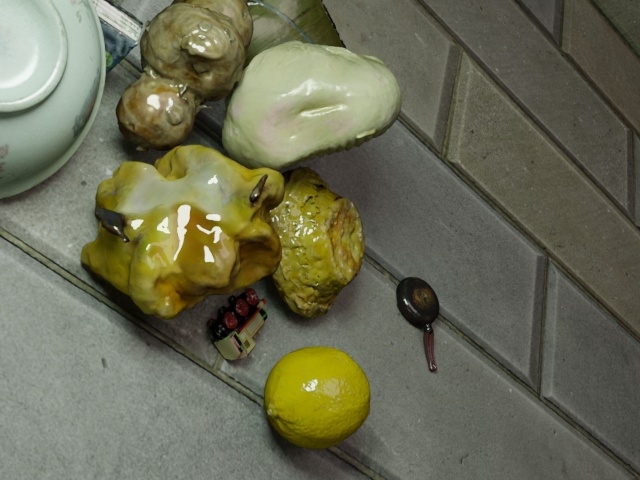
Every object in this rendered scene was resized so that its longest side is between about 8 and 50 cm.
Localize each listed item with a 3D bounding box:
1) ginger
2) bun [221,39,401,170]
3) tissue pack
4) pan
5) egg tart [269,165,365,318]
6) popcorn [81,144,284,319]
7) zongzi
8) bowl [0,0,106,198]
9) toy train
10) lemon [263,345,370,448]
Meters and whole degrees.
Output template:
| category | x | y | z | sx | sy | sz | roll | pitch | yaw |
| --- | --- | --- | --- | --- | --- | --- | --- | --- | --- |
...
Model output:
| category | x | y | z | sx | sy | sz | roll | pitch | yaw |
| --- | --- | --- | --- | --- | --- | --- | --- | --- | --- |
| ginger | -0.215 | -0.329 | 1.595 | 0.176 | 0.256 | 0.375 | 31 | 43 | -14 |
| bun | -0.024 | -0.249 | 1.679 | 0.361 | 0.361 | 0.213 | -25 | 99 | -50 |
| tissue pack | -0.427 | -0.356 | 1.504 | 0.235 | 0.173 | 0.073 | 34 | 47 | -32 |
| pan | 0.224 | 0.177 | 2.021 | 0.114 | 0.040 | 0.212 | -1 | 70 | -42 |
| egg tart | 0.000 | 0.000 | 1.752 | 0.294 | 0.123 | 0.294 | 22 | 65 | -60 |
| popcorn | -0.215 | -0.005 | 1.499 | 0.315 | 0.281 | 0.297 | 12 | 58 | 3 |
| zongzi | -0.103 | -0.324 | 1.867 | 0.393 | 0.174 | 0.356 | -45 | 114 | -30 |
| bowl | -0.462 | -0.259 | 1.267 | 0.434 | 0.196 | 0.435 | -3 | 96 | -34 |
| toy train | -0.138 | 0.144 | 1.642 | 0.087 | 0.050 | 0.138 | 57 | 39 | -15 |
| lemon | -0.011 | 0.271 | 1.611 | 0.203 | 0.178 | 0.178 | -12 | 78 | -39 |
